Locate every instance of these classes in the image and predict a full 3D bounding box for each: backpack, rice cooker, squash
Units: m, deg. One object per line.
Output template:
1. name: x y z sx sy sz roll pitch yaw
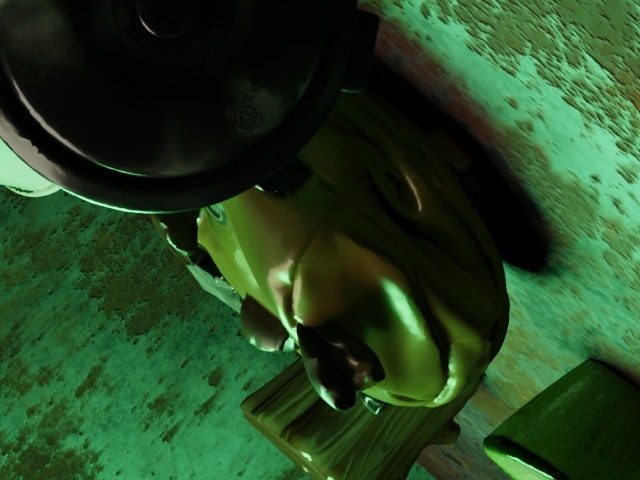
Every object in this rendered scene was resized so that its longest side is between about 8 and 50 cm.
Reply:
1. backpack: 0.006 -0.003 1.497 0.353 0.201 0.378 40 170 44
2. rice cooker: -0.107 -0.139 1.174 0.281 0.241 0.227 12 -179 -12
3. squash: 0.241 0.189 1.652 0.170 0.123 0.170 41 171 8

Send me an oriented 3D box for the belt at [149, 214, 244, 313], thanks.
1. belt: -0.091 -0.001 2.281 0.217 0.122 0.339 45 170 -6

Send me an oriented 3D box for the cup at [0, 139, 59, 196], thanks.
1. cup: -0.377 -0.176 1.846 0.274 0.253 0.253 4 -158 -42

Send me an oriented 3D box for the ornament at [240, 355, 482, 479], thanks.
1. ornament: 0.058 0.186 2.175 0.221 0.217 0.235 42 172 3
